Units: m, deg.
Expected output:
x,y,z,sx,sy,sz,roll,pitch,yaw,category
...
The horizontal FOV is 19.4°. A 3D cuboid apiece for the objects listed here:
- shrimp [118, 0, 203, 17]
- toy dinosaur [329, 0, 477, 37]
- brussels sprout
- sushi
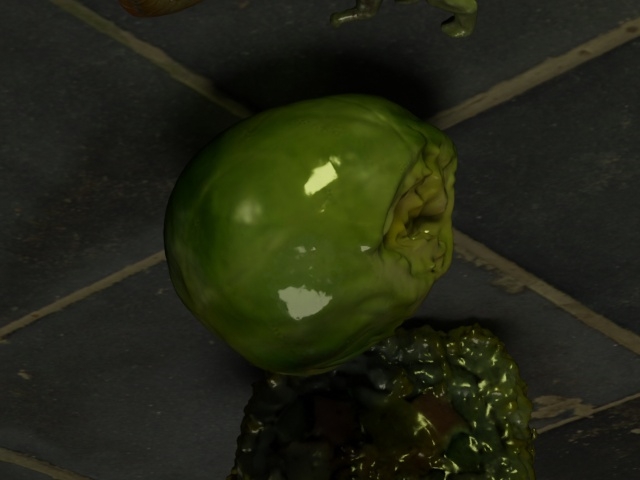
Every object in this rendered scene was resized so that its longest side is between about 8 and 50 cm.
x,y,z,sx,sy,sz,roll,pitch,yaw,category
-0.131,-0.236,1.650,0.124,0.034,0.178,-17,164,9,shrimp
0.087,-0.249,1.655,0.294,0.077,0.162,-13,150,14,toy dinosaur
0.000,0.000,1.893,0.344,0.268,0.344,-11,155,-5,brussels sprout
0.080,0.300,2.356,0.397,0.351,0.240,-1,151,-12,sushi
